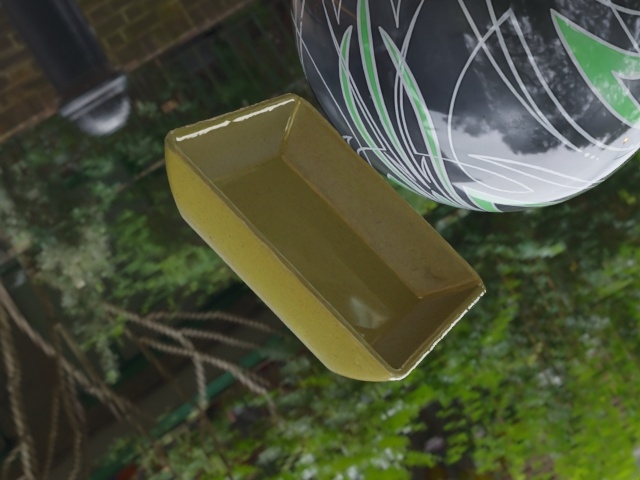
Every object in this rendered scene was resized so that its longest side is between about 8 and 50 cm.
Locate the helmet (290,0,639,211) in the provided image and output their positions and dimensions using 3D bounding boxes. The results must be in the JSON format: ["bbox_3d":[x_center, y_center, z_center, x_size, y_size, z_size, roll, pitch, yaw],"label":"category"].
[{"bbox_3d":[0.068,-0.093,0.481,0.169,0.169,0.161,-23,-161,52],"label":"helmet"}]

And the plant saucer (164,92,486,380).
[{"bbox_3d":[0.000,0.000,1.317,0.081,0.333,0.333,-47,173,26],"label":"plant saucer"}]
